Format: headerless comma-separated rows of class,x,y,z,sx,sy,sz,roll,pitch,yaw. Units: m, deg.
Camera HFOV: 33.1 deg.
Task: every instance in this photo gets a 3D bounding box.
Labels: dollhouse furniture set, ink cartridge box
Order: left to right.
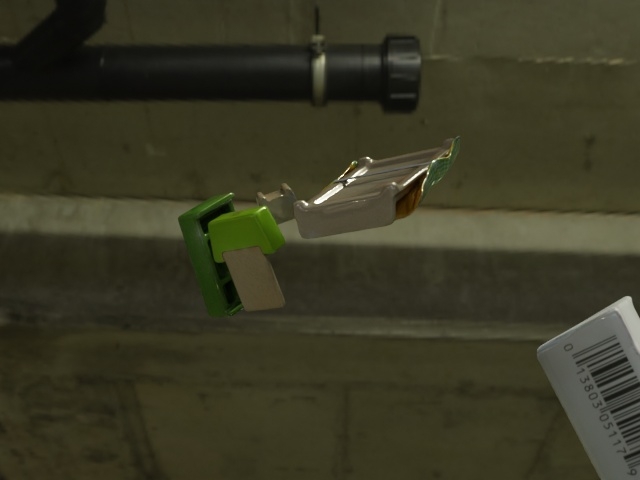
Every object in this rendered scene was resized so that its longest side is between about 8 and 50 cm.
dollhouse furniture set,0.000,0.000,0.531,0.151,0.076,0.059,-10,-73,34
ink cartridge box,0.214,0.125,0.648,0.066,0.189,0.232,-31,-10,24
